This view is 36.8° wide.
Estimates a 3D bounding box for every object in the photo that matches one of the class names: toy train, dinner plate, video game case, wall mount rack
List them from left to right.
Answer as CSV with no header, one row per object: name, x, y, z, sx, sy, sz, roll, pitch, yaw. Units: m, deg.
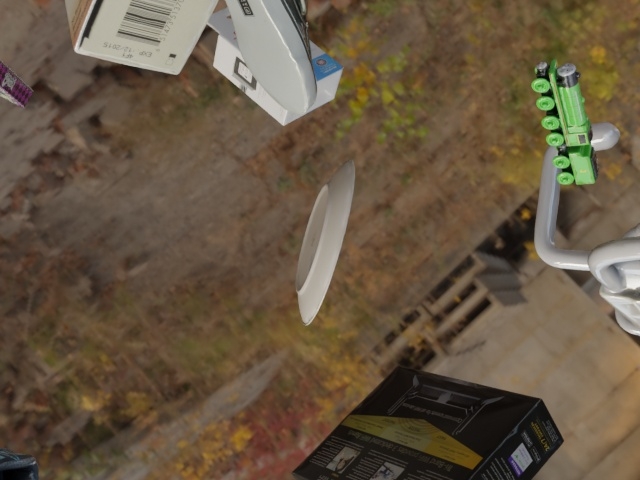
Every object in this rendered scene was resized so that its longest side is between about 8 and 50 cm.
video game case,-0.594,-0.305,1.562,0.042,0.210,0.232,-62,179,-6
dinner plate,0.000,0.000,0.793,0.141,0.017,0.141,-166,-90,-81
toy train,0.130,-0.061,0.506,0.083,0.023,0.017,62,37,-42
wall mount rack,0.314,0.006,0.603,0.350,0.304,0.130,30,67,-55

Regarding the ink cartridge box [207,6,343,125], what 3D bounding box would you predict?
ink cartridge box,-0.071,-0.248,1.317,0.104,0.180,0.060,-33,155,-35

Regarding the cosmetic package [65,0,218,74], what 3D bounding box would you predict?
cosmetic package,-0.215,-0.348,1.090,0.129,0.296,0.153,8,135,-31

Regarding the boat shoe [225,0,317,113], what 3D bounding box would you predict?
boat shoe,-0.040,-0.217,0.864,0.070,0.077,0.219,-44,132,-26

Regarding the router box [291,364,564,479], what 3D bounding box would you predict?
router box,0.138,0.298,1.322,0.243,0.081,0.309,-41,-158,-24

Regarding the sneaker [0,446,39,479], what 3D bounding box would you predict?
sneaker,-0.348,0.287,0.919,0.262,0.125,0.104,-79,168,-56
